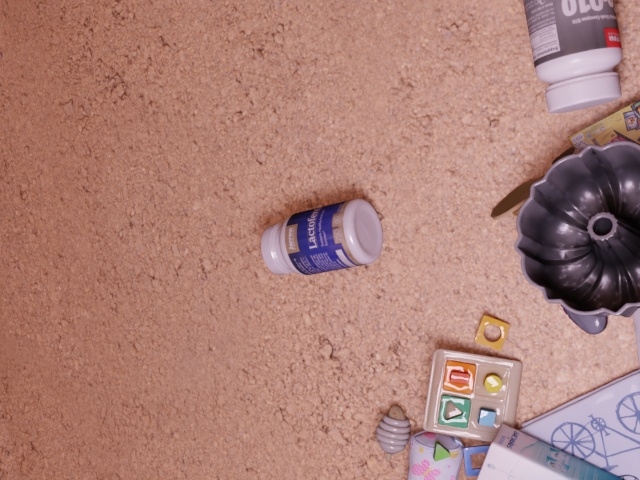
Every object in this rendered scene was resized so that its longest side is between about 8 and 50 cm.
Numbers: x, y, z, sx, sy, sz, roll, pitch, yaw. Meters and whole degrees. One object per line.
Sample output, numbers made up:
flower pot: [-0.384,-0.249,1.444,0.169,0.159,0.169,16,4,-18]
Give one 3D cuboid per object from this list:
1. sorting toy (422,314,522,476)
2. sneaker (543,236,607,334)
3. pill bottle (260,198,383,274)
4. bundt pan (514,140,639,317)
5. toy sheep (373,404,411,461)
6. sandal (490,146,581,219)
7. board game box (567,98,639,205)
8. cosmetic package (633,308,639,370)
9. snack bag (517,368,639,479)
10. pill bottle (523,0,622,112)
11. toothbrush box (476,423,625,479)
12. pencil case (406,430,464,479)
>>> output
sorting toy: [0.326,0.332,1.685,0.195,0.047,0.348,8,90,3]
sneaker: [0.495,0.091,1.585,0.083,0.098,0.224,-32,79,31]
pill bottle: [0.000,0.000,1.854,0.264,0.153,0.153,-13,89,32]
bundt pan: [0.532,-0.007,1.439,0.330,0.124,0.331,-16,62,33]
toy sheep: [0.168,0.449,1.842,0.091,0.091,0.132,9,95,31]
sandal: [0.453,-0.088,1.602,0.079,0.088,0.240,39,132,-8]
board game box: [0.620,-0.182,1.508,0.243,0.042,0.165,-28,81,31]
cosmetic package: [0.684,0.282,1.390,0.197,0.155,0.366,166,98,-74]
snack bag: [0.616,0.463,1.590,0.323,0.037,0.343,-37,79,30]
pill bottle: [0.479,-0.396,1.501,0.161,0.161,0.283,-10,90,33]
toothbrush box: [0.453,0.540,1.582,0.295,0.126,0.217,21,104,19]
pencil case: [0.253,0.569,1.785,0.124,0.113,0.273,6,99,17]
